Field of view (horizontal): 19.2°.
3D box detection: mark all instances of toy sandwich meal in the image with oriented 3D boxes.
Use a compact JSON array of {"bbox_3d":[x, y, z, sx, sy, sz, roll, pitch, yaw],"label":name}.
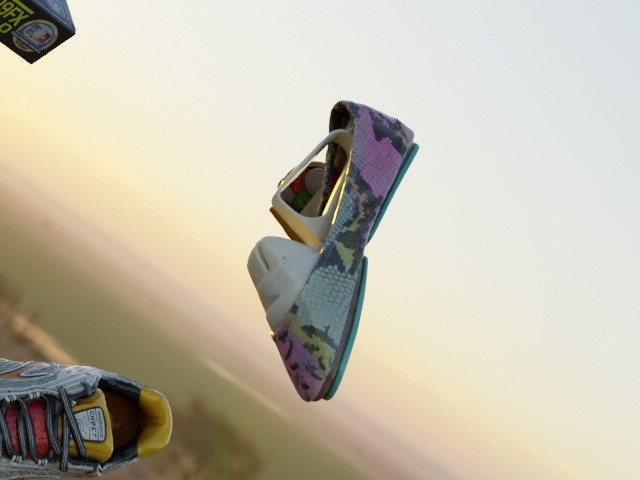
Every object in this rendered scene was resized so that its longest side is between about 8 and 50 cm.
[{"bbox_3d":[-0.005,-0.024,1.571,0.085,0.086,0.029,33,23,21],"label":"toy sandwich meal"}]

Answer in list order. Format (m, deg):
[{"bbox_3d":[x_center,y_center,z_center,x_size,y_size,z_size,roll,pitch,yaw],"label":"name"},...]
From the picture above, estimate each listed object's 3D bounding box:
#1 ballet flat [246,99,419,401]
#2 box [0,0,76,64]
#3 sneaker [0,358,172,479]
[{"bbox_3d":[0.000,0.000,1.200,0.079,0.221,0.077,27,-35,-11],"label":"ballet flat"},{"bbox_3d":[-0.343,-0.321,1.781,0.216,0.060,0.270,38,25,-51],"label":"box"},{"bbox_3d":[-0.179,0.106,1.154,0.092,0.088,0.225,-3,-2,34],"label":"sneaker"}]
